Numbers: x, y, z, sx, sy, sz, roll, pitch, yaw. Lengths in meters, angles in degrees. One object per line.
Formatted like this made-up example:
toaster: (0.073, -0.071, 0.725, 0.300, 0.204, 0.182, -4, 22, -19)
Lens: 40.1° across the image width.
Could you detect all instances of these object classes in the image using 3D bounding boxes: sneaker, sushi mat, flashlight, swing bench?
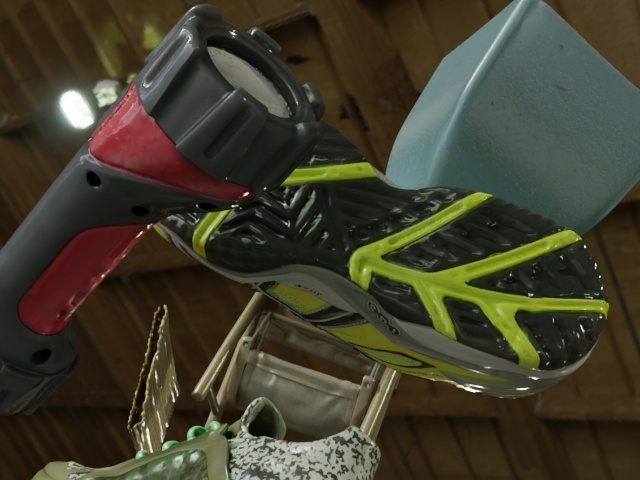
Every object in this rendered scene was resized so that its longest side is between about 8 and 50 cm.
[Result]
sneaker: (0.004, 0.012, 0.638, 0.385, 0.145, 0.147, 29, -27, 19)
sneaker: (-0.100, 0.229, 0.796, 0.411, 0.182, 0.158, -3, -50, 41)
sushi mat: (-0.206, 0.208, 1.109, 0.019, 0.151, 0.316, 9, -27, -2)
flashlight: (-0.127, 0.002, 0.531, 0.304, 0.103, 0.103, -46, -125, 26)
swing bench: (-0.016, 0.192, 1.305, 0.253, 0.254, 0.165, 19, -29, 11)

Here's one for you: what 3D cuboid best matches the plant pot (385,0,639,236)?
plant pot: (0.219, -0.093, 1.075, 0.248, 0.252, 0.247, 40, -17, -8)
